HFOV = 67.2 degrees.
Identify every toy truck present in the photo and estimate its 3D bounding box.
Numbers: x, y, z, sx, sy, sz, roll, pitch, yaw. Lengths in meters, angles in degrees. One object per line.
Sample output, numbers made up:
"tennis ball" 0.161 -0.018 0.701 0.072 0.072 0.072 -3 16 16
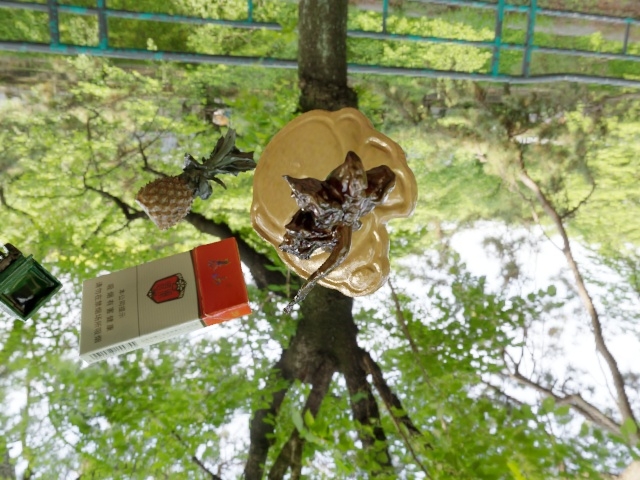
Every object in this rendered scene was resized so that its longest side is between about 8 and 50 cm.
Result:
"toy truck" -0.393 0.051 0.608 0.147 0.079 0.065 -5 -140 48

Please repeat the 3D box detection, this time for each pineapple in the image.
"pineapple" -0.271 -0.137 1.084 0.277 0.119 0.130 -42 -125 -17

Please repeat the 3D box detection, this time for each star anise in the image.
"star anise" 0.000 0.000 0.451 0.097 0.190 0.070 -16 -121 -41

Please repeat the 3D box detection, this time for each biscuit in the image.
"biscuit" 0.014 -0.075 0.868 0.351 0.312 0.057 47 -154 23

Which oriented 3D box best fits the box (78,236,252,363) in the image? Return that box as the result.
"box" -0.233 0.085 0.723 0.245 0.035 0.139 -16 -130 -3
